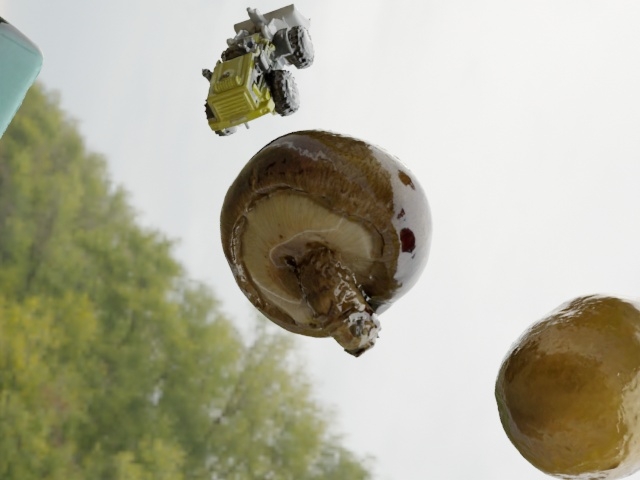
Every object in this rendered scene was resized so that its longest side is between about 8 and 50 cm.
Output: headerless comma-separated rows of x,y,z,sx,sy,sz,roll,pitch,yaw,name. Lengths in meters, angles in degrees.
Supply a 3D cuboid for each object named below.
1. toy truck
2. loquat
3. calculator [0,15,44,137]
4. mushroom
-0.090,-0.255,1.716,0.286,0.136,0.111,-79,147,-48,toy truck
0.299,0.161,1.301,0.193,0.238,0.238,56,-12,-15,loquat
-0.265,-0.029,0.720,0.248,0.058,0.274,-59,-152,-2,calculator
0.011,0.000,1.473,0.297,0.163,0.278,-35,-96,44,mushroom
